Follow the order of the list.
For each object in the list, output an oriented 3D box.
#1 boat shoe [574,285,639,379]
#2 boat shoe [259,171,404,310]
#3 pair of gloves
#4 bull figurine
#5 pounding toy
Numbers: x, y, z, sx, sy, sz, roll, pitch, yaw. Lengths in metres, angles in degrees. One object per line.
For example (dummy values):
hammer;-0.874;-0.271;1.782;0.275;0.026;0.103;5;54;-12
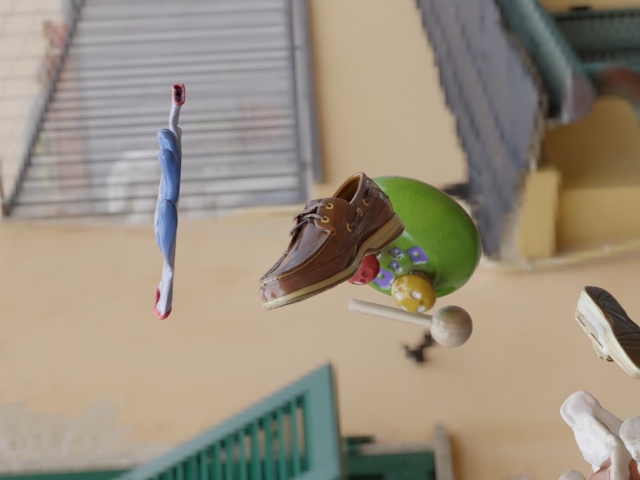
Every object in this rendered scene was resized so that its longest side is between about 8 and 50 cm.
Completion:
boat shoe;0.311;0.105;1.665;0.045;0.050;0.135;-66;30;30
boat shoe;0.000;0.000;1.178;0.178;0.064;0.060;-38;-74;-54
pair of gloves;-0.129;-0.038;1.317;0.198;0.023;0.159;-98;13;-62
bull figurine;0.242;0.240;1.200;0.188;0.101;0.310;45;-150;-57
pounding toy;0.089;0.046;1.866;0.110;0.183;0.236;-61;-26;-42
